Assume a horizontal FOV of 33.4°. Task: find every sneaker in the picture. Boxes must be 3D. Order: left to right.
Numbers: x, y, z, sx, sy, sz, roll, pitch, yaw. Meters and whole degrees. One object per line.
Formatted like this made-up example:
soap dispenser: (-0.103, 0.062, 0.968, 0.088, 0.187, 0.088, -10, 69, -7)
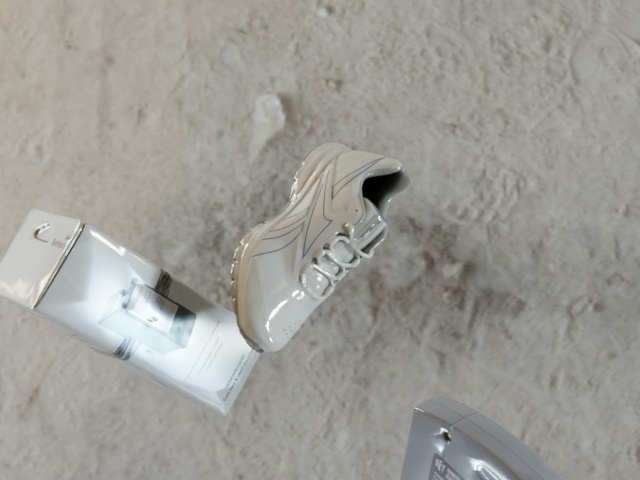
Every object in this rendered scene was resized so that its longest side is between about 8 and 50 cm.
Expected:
sneaker: (0.000, 0.000, 1.221, 0.129, 0.111, 0.297, 3, 54, 41)

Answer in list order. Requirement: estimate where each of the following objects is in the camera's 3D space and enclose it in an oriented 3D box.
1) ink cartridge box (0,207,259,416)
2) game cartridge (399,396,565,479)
ink cartridge box: (-0.245, 0.089, 1.336, 0.211, 0.289, 0.121, 8, 66, 58)
game cartridge: (0.205, 0.314, 1.192, 0.294, 0.060, 0.196, 40, 139, 39)
